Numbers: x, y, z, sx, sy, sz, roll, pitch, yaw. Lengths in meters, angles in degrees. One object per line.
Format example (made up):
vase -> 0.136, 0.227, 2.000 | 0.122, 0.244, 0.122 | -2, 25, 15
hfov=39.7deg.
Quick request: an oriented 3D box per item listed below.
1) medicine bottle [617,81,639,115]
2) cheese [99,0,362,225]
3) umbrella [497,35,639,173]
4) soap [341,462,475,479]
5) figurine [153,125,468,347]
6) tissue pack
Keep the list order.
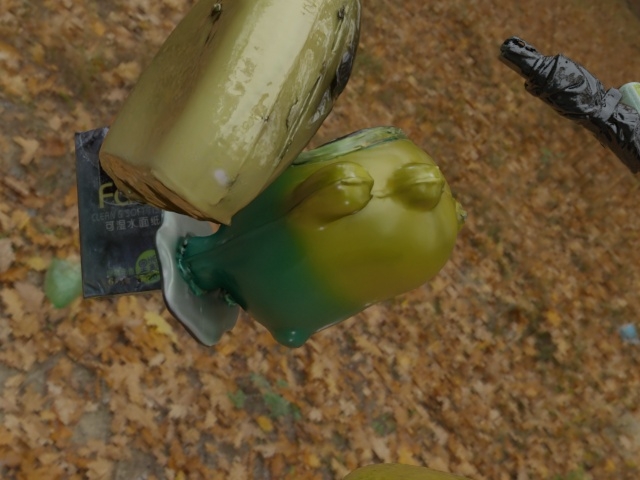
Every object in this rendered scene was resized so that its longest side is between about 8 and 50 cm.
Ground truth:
medicine bottle -> 0.467, -0.189, 1.299 | 0.047, 0.047, 0.083 | 22, 40, -40
cheese -> -0.070, -0.164, 0.811 | 0.128, 0.316, 0.259 | 41, -11, -34
umbrella -> 0.311, -0.165, 1.060 | 0.236, 0.066, 0.059 | 33, -10, -3
soap -> 0.174, 0.271, 0.682 | 0.306, 0.115, 0.427 | 19, -2, -17
figurine -> 0.000, 0.000, 1.042 | 0.323, 0.340, 0.231 | 30, 45, -65
tissue pack -> -0.241, -0.042, 1.210 | 0.073, 0.173, 0.235 | 34, 51, -77
